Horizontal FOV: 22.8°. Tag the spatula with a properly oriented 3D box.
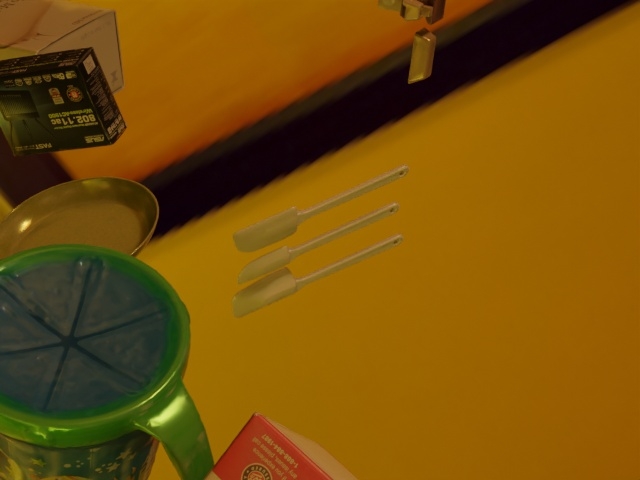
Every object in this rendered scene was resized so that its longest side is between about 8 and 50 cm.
[{"bbox_3d":[0.000,0.000,1.906,0.242,0.168,0.019,-24,-129,-21],"label":"spatula"}]

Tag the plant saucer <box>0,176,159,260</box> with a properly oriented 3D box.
[{"bbox_3d":[-0.333,-0.003,2.170,0.241,0.037,0.241,-9,-143,7],"label":"plant saucer"}]

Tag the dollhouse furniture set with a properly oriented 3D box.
[{"bbox_3d":[0.090,-0.243,1.884,0.081,0.114,0.091,16,-154,21],"label":"dollhouse furniture set"}]

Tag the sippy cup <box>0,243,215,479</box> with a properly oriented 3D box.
[{"bbox_3d":[-0.249,0.161,1.579,0.240,0.224,0.305,-9,-132,-15],"label":"sippy cup"}]

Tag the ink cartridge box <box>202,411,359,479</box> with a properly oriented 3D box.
[{"bbox_3d":[-0.051,0.322,1.325,0.207,0.117,0.283,38,-89,35],"label":"ink cartridge box"}]

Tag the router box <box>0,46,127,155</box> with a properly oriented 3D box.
[{"bbox_3d":[-0.262,-0.135,1.552,0.122,0.092,0.038,-5,-145,26],"label":"router box"}]

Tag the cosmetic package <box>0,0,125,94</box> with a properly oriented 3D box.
[{"bbox_3d":[-0.417,-0.236,1.976,0.309,0.113,0.160,13,-148,27],"label":"cosmetic package"}]
